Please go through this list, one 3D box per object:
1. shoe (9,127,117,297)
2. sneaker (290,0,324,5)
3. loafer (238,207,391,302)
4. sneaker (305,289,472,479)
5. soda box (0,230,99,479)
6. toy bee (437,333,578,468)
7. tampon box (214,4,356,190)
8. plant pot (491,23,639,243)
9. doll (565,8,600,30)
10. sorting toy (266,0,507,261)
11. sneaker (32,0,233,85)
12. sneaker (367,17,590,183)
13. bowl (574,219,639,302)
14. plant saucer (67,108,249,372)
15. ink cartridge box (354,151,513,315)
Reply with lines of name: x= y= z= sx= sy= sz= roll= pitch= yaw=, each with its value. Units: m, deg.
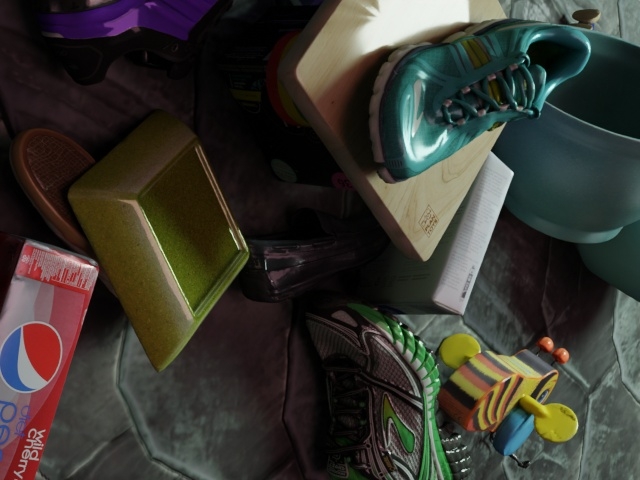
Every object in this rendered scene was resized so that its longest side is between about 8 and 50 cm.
shoe: x=-0.210 y=-0.013 z=0.977 sx=0.219 sy=0.058 sz=0.076 roll=53 pitch=40 yaw=-39
sneaker: x=-0.003 y=-0.271 z=1.139 sx=0.170 sy=0.071 sz=0.068 roll=51 pitch=62 yaw=-39
loafer: x=0.000 y=0.000 z=1.190 sx=0.223 sy=0.076 sz=0.078 roll=-23 pitch=111 yaw=-43
sneaker: x=0.064 y=0.201 z=1.258 sx=0.146 sy=0.134 sz=0.343 roll=-40 pitch=122 yaw=-26
soda box: x=-0.276 y=0.126 z=0.914 sx=0.083 sy=0.092 sz=0.263 roll=23 pitch=81 yaw=-46
toy bee: x=0.242 y=0.184 z=1.420 sx=0.162 sy=0.195 sz=0.298 roll=-54 pitch=171 yaw=-2
tampon box: x=-0.007 y=-0.145 z=1.122 sx=0.101 sy=0.120 sz=0.161 roll=-49 pitch=128 yaw=-29
plant pot: x=0.338 y=-0.121 z=1.403 sx=0.293 sy=0.293 sz=0.196 roll=-23 pitch=140 yaw=-42
doll: x=0.381 y=-0.228 z=1.567 sx=0.129 sy=0.046 sz=0.189 roll=-54 pitch=138 yaw=-37
sorting toy: x=0.069 y=-0.160 z=1.045 sx=0.257 sy=0.089 sz=0.255 roll=-58 pitch=132 yaw=-24
sneaker: x=-0.131 y=-0.227 z=1.002 sx=0.293 sy=0.102 sz=0.146 roll=-31 pitch=123 yaw=-33
sneaker: x=0.141 y=-0.138 z=0.978 sx=0.275 sy=0.110 sz=0.107 roll=-37 pitch=121 yaw=-37
bowl: x=0.478 y=-0.048 z=1.607 sx=0.311 sy=0.163 sz=0.311 roll=-17 pitch=112 yaw=-49
plant saucer: x=-0.131 y=-0.009 z=1.008 sx=0.188 sy=0.045 sz=0.188 roll=67 pitch=28 yaw=-21
ink cartridge box: x=0.130 y=-0.025 z=1.224 sx=0.045 sy=0.223 sz=0.224 roll=24 pitch=79 yaw=-17
